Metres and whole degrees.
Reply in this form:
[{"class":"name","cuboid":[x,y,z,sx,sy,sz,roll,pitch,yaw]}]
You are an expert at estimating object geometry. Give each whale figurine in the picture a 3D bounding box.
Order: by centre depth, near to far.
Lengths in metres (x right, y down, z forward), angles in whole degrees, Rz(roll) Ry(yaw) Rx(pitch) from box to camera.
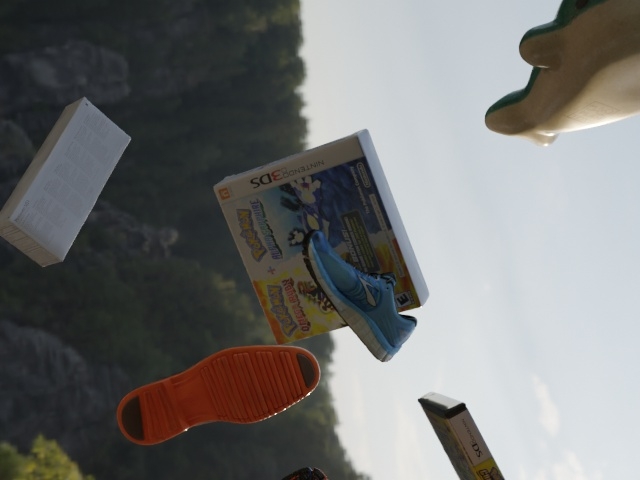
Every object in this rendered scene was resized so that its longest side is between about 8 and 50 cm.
[{"class":"whale figurine","cuboid":[0.298,-0.203,1.045,0.272,0.216,0.141,-37,-131,51]}]

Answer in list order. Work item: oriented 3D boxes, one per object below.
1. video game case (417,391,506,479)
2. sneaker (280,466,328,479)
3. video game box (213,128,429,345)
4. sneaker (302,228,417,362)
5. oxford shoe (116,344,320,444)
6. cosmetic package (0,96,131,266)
[{"class":"video game case","cuboid":[0.224,0.335,1.342,0.248,0.035,0.275,62,-4,4]},{"class":"sneaker","cuboid":[-0.083,0.435,1.500,0.087,0.221,0.083,73,-4,-57]},{"class":"video game box","cuboid":[0.000,0.000,1.073,0.205,0.187,0.048,68,25,-9]},{"class":"sneaker","cuboid":[0.042,0.048,1.008,0.162,0.073,0.063,51,-2,-13]},{"class":"oxford shoe","cuboid":[-0.167,0.249,1.645,0.133,0.363,0.130,-17,92,-76]},{"class":"cosmetic package","cuboid":[-0.376,-0.087,1.395,0.099,0.060,0.239,45,51,-32]}]
